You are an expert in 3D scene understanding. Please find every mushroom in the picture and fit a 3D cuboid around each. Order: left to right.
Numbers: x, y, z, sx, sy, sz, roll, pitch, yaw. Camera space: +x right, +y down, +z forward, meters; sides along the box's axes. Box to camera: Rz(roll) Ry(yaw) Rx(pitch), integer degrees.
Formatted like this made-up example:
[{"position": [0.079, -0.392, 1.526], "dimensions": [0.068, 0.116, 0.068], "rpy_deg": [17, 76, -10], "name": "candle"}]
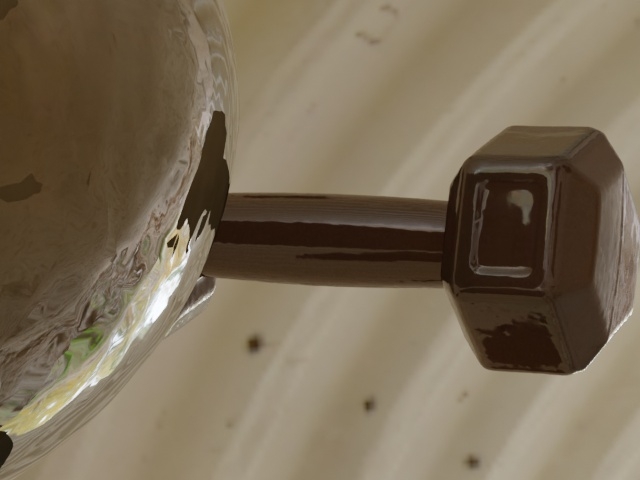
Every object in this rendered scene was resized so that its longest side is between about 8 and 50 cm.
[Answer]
[{"position": [-0.198, -0.066, 0.482], "dimensions": [0.362, 0.362, 0.295], "rpy_deg": [-7, -80, -58], "name": "mushroom"}]

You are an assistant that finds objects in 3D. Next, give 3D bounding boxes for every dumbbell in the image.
[{"position": [0.000, 0.000, 0.705], "dimensions": [0.082, 0.230, 0.092], "rpy_deg": [29, -113, -64], "name": "dumbbell"}]
